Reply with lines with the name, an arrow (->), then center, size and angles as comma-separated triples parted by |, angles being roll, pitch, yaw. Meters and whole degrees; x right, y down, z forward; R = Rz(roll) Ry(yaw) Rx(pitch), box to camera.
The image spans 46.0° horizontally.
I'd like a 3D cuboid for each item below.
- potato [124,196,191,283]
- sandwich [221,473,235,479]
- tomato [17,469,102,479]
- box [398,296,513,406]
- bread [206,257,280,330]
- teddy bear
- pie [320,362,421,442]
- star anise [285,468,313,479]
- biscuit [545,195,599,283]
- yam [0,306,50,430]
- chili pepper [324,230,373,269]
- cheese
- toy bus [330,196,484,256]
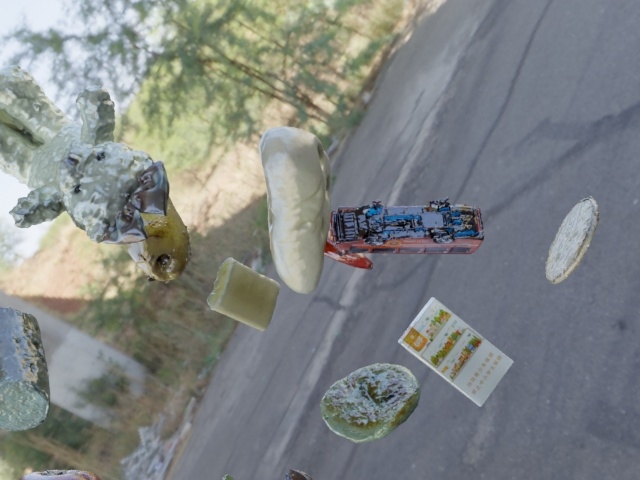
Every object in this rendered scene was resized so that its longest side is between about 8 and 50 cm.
potato -> -0.427, -0.038, 1.874 | 0.140, 0.300, 0.173 | -26, -1, 31
sandwich -> -0.227, 0.750, 2.100 | 0.245, 0.212, 0.063 | -13, 17, 10
tomato -> -0.571, 0.543, 1.632 | 0.225, 0.225, 0.084 | 160, 109, -71
box -> 0.283, 0.234, 1.576 | 0.122, 0.220, 0.032 | -52, 6, -5
bread -> -0.188, 0.137, 1.870 | 0.060, 0.178, 0.139 | 0, 66, 45
teddy bear -> -0.510, -0.165, 1.488 | 0.327, 0.375, 0.362 | -54, 27, -7
pie -> 0.116, 0.369, 1.734 | 0.241, 0.054, 0.240 | -18, 29, 11
star anise -> -0.027, 0.743, 2.071 | 0.093, 0.236, 0.229 | -30, 51, 20
biscuit -> 0.396, 0.000, 1.194 | 0.152, 0.020, 0.152 | -157, 90, -90
yam -> -0.497, 0.206, 1.216 | 0.107, 0.107, 0.194 | -55, 42, 20
chili pepper -> 0.000, 0.000, 1.742 | 0.071, 0.272, 0.063 | -34, -34, -56
cheese -> -0.047, -0.053, 1.551 | 0.351, 0.130, 0.328 | 23, -112, -84
toy bus -> 0.132, -0.014, 1.169 | 0.096, 0.235, 0.073 | 91, 178, -67
